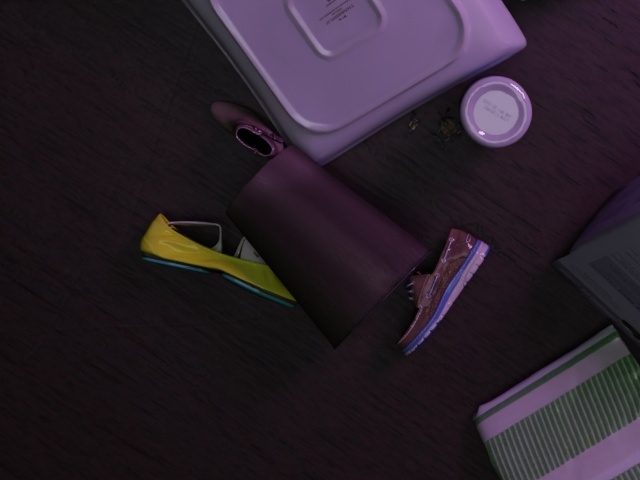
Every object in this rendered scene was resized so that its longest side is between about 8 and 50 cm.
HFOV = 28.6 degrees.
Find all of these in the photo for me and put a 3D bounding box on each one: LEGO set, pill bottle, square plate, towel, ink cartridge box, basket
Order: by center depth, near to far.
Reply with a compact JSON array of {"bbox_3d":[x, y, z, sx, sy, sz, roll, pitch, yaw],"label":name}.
[{"bbox_3d":[0.019,-0.290,1.555,0.347,0.049,0.344,-29,108,25],"label":"square plate"},{"bbox_3d":[0.217,-0.164,1.573,0.087,0.160,0.087,1,99,6],"label":"pill bottle"},{"bbox_3d":[0.482,0.060,1.575,0.309,0.272,0.130,43,70,-3],"label":"ink cartridge box"},{"bbox_3d":[0.000,0.000,1.627,0.227,0.154,0.204,44,135,4],"label":"basket"},{"bbox_3d":[0.370,0.306,1.632,0.248,0.038,0.325,-33,69,9],"label":"towel"},{"bbox_3d":[0.159,-0.150,1.655,0.083,0.023,0.054,28,99,14],"label":"LEGO set"}]

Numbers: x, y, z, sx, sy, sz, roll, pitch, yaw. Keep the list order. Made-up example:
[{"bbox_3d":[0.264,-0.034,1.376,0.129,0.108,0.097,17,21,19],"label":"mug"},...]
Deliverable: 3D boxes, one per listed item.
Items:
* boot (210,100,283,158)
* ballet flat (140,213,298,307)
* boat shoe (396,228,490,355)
[{"bbox_3d":[-0.099,-0.146,1.644,0.118,0.087,0.042,28,102,1],"label":"boot"},{"bbox_3d":[-0.129,0.021,1.685,0.231,0.077,0.077,18,86,4],"label":"ballet flat"},{"bbox_3d":[0.148,0.066,1.670,0.066,0.066,0.183,35,91,4],"label":"boat shoe"}]
